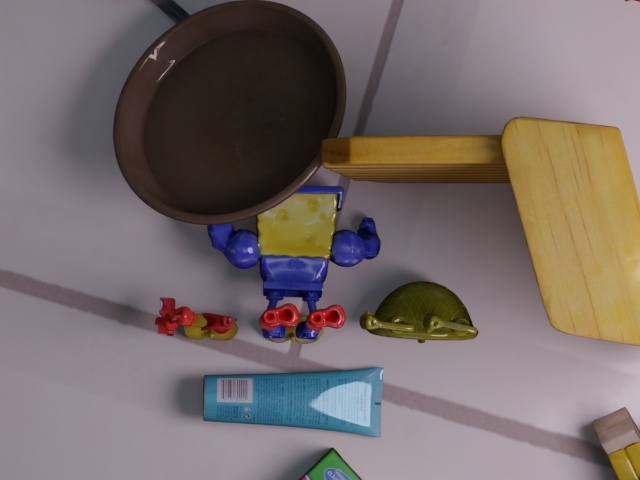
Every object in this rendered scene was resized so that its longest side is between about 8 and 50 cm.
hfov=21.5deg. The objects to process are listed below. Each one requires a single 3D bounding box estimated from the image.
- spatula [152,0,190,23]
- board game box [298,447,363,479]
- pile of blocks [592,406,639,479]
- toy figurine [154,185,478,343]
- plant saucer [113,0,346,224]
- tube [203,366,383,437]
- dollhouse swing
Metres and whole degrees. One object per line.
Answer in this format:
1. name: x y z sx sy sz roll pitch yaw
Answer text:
1. spatula: -0.168 -0.267 1.968 0.296 0.030 0.084 41 90 3
2. board game box: -0.020 0.429 1.899 0.316 0.064 0.242 -43 86 -2
3. pile of blocks: 0.428 0.342 1.847 0.112 0.149 0.362 -27 85 11
4. toy figurine: 0.000 0.000 1.876 0.362 0.191 0.217 1 81 0
5. plant saucer: -0.099 -0.140 1.876 0.278 0.041 0.278 -8 64 17
6. tube: -0.031 0.183 1.928 0.207 0.052 0.080 2 91 -4
7. dollhouse swing: 0.196 0.015 1.793 0.305 0.347 0.315 -15 86 9
